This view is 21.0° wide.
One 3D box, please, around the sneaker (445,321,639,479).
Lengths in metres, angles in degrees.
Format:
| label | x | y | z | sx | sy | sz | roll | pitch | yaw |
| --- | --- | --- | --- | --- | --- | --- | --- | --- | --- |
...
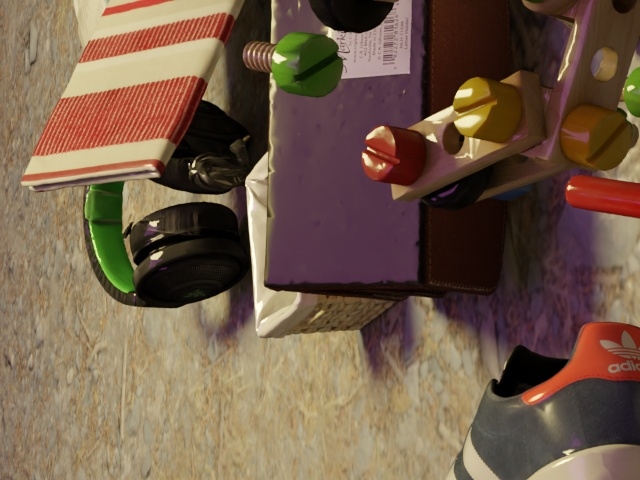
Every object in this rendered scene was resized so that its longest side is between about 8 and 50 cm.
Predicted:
| label | x | y | z | sx | sy | sz | roll | pitch | yaw |
| --- | --- | --- | --- | --- | --- | --- | --- | --- | --- |
| sneaker | 0.142 | 0.164 | 1.230 | 0.350 | 0.131 | 0.148 | -42 | 43 | 53 |

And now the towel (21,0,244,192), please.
| label | x | y | z | sx | sy | sz | roll | pitch | yaw |
| --- | --- | --- | --- | --- | --- | --- | --- | --- | --- |
| towel | -0.184 | -0.196 | 1.883 | 0.237 | 0.037 | 0.329 | -5 | 53 | 44 |

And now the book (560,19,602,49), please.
| label | x | y | z | sx | sy | sz | roll | pitch | yaw |
| --- | --- | --- | --- | --- | --- | --- | --- | --- | --- |
| book | 0.158 | -0.200 | 1.186 | 0.035 | 0.144 | 0.096 | -34 | 50 | 32 |

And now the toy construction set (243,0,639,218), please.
| label | x | y | z | sx | sy | sz | roll | pitch | yaw |
| --- | --- | --- | --- | --- | --- | --- | --- | --- | --- |
| toy construction set | 0.173 | -0.106 | 1.006 | 0.237 | 0.309 | 0.257 | 14 | 68 | 48 |

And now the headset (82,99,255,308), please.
| label | x | y | z | sx | sy | sz | roll | pitch | yaw |
| --- | --- | --- | --- | --- | --- | --- | --- | --- | --- |
| headset | -0.166 | -0.049 | 1.901 | 0.394 | 0.185 | 0.243 | -5 | 83 | 51 |

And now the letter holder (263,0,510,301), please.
| label | x | y | z | sx | sy | sz | roll | pitch | yaw |
| --- | --- | --- | --- | --- | --- | --- | --- | --- | --- |
| letter holder | 0.080 | -0.104 | 1.396 | 0.152 | 0.214 | 0.301 | -2 | 84 | 36 |

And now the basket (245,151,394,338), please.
| label | x | y | z | sx | sy | sz | roll | pitch | yaw |
| --- | --- | --- | --- | --- | --- | --- | --- | --- | --- |
| basket | 0.000 | 0.000 | 1.600 | 0.113 | 0.103 | 0.167 | 138 | 131 | -60 |

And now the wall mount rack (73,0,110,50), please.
| label | x | y | z | sx | sy | sz | roll | pitch | yaw |
| --- | --- | --- | --- | --- | --- | --- | --- | --- | --- |
| wall mount rack | -0.215 | -0.304 | 2.142 | 0.350 | 0.131 | 0.304 | -115 | 31 | -48 |
